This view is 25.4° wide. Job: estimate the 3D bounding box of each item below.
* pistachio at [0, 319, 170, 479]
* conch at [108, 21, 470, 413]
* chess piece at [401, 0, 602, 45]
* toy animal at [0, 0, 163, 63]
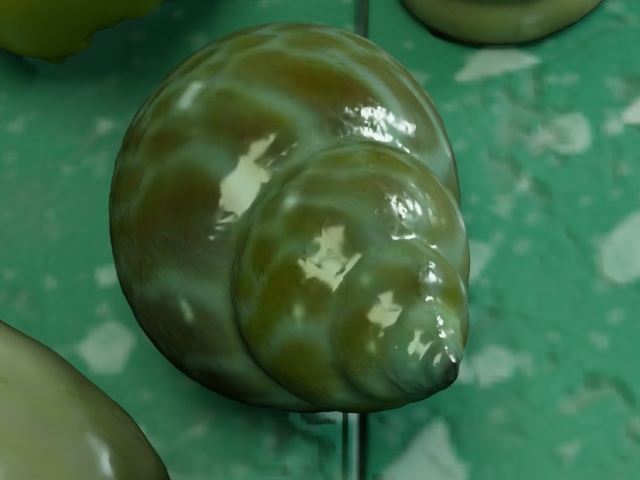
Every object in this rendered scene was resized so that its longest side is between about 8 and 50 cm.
[{"bbox_3d":[-0.141,0.071,0.402,0.206,0.131,0.129,21,107,19],"label":"pistachio"},{"bbox_3d":[-0.009,-0.012,0.450,0.116,0.106,0.173,20,48,-2],"label":"conch"},{"bbox_3d":[0.063,-0.152,0.480,0.094,0.170,0.094,-3,60,5],"label":"chess piece"},{"bbox_3d":[-0.146,-0.152,0.529,0.230,0.156,0.156,6,60,15],"label":"toy animal"}]
